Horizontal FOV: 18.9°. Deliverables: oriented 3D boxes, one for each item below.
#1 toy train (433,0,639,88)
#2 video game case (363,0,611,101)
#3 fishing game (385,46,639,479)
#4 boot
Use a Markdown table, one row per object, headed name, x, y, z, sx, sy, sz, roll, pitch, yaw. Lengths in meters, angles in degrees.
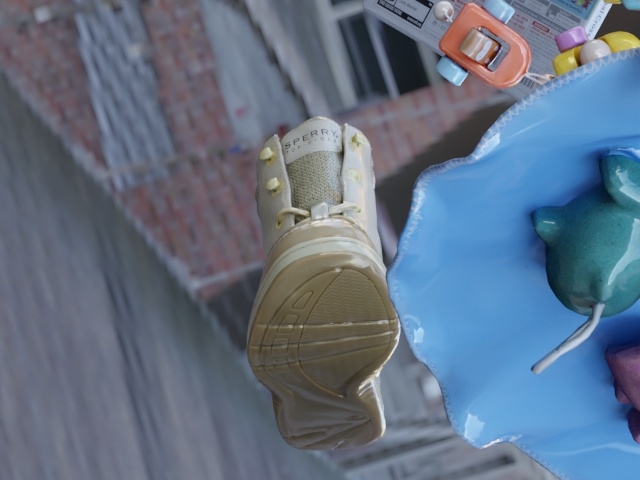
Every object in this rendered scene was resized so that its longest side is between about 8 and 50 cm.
| name | x | y | z | sx | sy | sz | roll | pitch | yaw |
| --- | --- | --- | --- | --- | --- | --- | --- | --- | --- |
| toy train | 0.146 | -0.139 | 1.114 | 0.125 | 0.166 | 0.046 | 42 | 11 | 7 |
| video game case | 0.155 | -0.233 | 1.592 | 0.212 | 0.193 | 0.023 | 35 | 12 | 36 |
| fishing game | 0.109 | 0.020 | 0.410 | 0.264 | 0.189 | 0.041 | 72 | 18 | -50 |
| boot | 0.000 | 0.000 | 1.250 | 0.262 | 0.095 | 0.203 | 81 | 5 | -61 |
